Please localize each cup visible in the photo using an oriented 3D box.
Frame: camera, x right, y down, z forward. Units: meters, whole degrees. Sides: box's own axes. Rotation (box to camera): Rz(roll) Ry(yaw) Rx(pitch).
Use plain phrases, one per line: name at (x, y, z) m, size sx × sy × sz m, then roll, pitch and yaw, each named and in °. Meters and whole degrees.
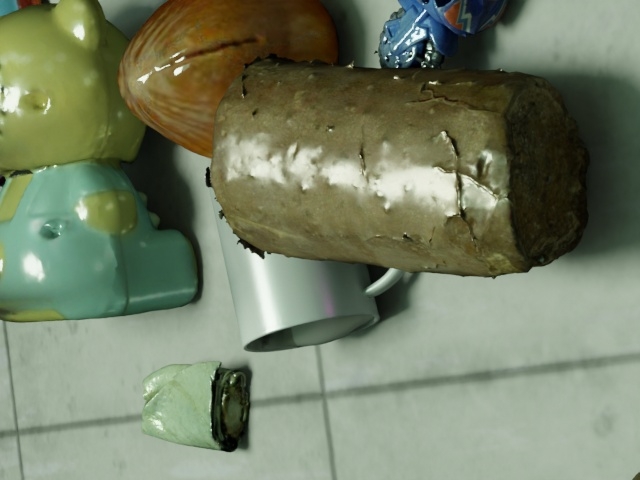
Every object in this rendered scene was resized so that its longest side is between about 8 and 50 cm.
cup at (-0.002, 0.003, 1.353) m, size 0.099 × 0.136 × 0.133 m, roll 92°, pitch 165°, yaw -76°

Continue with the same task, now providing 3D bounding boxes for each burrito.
burrito at (-0.105, 0.129, 1.527) m, size 0.118 × 0.044 × 0.074 m, roll 2°, pitch 98°, yaw 51°

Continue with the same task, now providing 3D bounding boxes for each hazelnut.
hazelnut at (-0.070, -0.130, 1.373) m, size 0.150 × 0.150 × 0.150 m, roll 8°, pitch 99°, yaw 53°

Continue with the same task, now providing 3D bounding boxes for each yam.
yam at (0.052, -0.047, 1.200) m, size 0.238 × 0.129 × 0.128 m, roll 5°, pitch 56°, yaw 40°

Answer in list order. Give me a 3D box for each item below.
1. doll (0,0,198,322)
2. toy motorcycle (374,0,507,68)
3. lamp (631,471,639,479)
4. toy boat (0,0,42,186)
doll at (-0.211, -0.065, 1.555) m, size 0.177 × 0.161 × 0.260 m, roll -4°, pitch 93°, yaw 55°
toy motorcycle at (0.072, -0.203, 1.237) m, size 0.114 × 0.076 × 0.205 m, roll -8°, pitch 85°, yaw 45°
lamp at (0.259, 0.144, 0.971) m, size 0.215 × 0.121 × 0.121 m, roll -7°, pitch 88°, yaw 43°
toy boat at (-0.316, -0.232, 1.761) m, size 0.136 × 0.079 × 0.392 m, roll -33°, pitch 70°, yaw 48°
